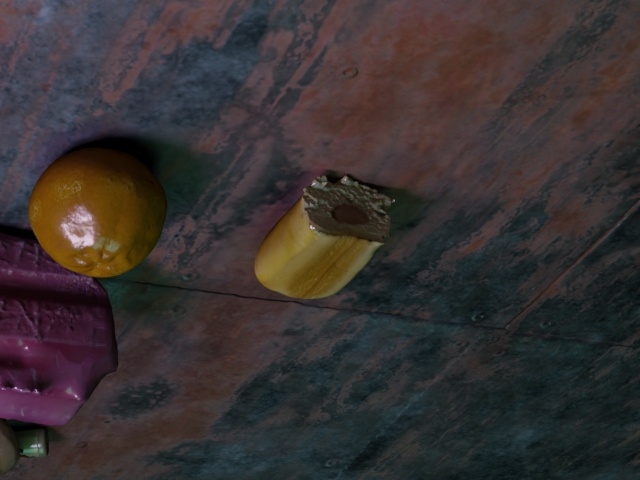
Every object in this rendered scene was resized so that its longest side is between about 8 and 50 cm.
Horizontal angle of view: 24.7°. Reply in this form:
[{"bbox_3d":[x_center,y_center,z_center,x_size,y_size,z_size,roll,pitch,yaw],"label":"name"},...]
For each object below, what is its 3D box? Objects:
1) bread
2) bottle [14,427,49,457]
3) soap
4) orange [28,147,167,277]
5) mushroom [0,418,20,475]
[{"bbox_3d":[-0.001,-0.002,1.807,0.134,0.085,0.173,9,144,-32],"label":"bread"},{"bbox_3d":[-0.475,0.319,2.269,0.101,0.047,0.063,-4,156,-4],"label":"bottle"},{"bbox_3d":[-0.404,0.097,1.767,0.325,0.220,0.127,10,153,-28],"label":"soap"},{"bbox_3d":[-0.252,-0.028,1.661,0.159,0.136,0.159,-4,146,-3],"label":"orange"},{"bbox_3d":[-0.604,0.340,2.220,0.329,0.122,0.159,-18,158,12],"label":"mushroom"}]
